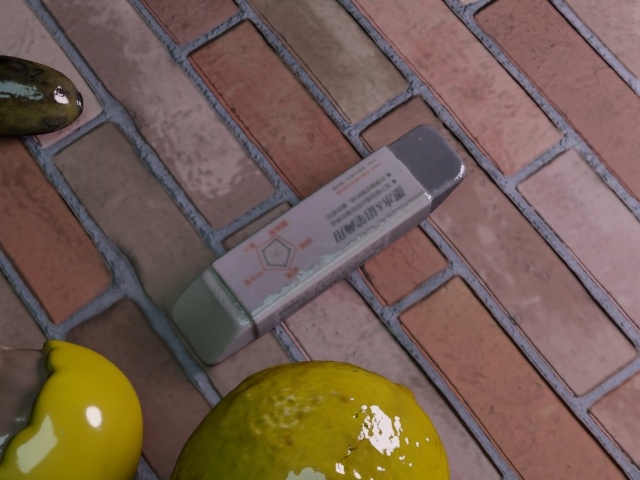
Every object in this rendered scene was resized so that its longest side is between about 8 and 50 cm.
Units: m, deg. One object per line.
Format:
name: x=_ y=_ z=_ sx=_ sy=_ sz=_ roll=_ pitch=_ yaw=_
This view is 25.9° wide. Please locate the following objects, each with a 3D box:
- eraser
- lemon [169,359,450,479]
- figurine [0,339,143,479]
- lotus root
eraser: x=0.000 y=0.000 z=1.490 sx=0.352 sy=0.061 sz=0.089 roll=-34 pitch=69 yaw=-13
lemon: x=-0.013 y=0.242 z=1.285 sx=0.260 sy=0.260 sz=0.284 roll=41 pitch=87 yaw=17
figurine: x=-0.345 y=0.188 z=1.343 sx=0.343 sy=0.187 sz=0.215 roll=7 pitch=56 yaw=1
lotus root: x=-0.354 y=-0.162 z=1.555 sx=0.179 sy=0.080 sz=0.089 roll=1 pitch=67 yaw=0
